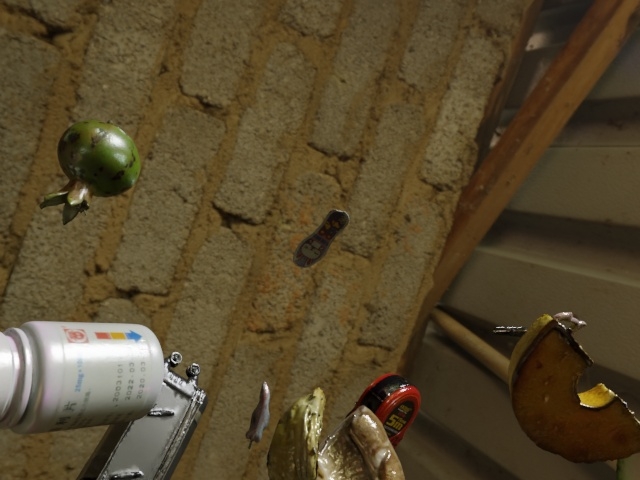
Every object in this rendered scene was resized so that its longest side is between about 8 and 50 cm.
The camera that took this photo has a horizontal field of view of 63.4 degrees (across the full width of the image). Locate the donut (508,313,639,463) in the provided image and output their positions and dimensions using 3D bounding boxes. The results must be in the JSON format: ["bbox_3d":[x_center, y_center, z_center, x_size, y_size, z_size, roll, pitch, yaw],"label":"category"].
[{"bbox_3d":[0.378,0.249,0.826,0.152,0.259,0.101,-38,-169,10],"label":"donut"}]

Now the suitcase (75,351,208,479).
[{"bbox_3d":[-0.460,0.527,1.308,0.283,0.194,0.434,-42,-164,42],"label":"suitcase"}]

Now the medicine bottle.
[{"bbox_3d":[-0.411,0.212,0.814,0.170,0.293,0.170,-10,-106,38],"label":"medicine bottle"}]

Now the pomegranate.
[{"bbox_3d":[-0.444,-0.135,0.983,0.220,0.156,0.156,-48,-163,-24],"label":"pomegranate"}]

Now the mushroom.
[{"bbox_3d":[0.129,0.710,1.438,0.313,0.397,0.224,-35,165,-30],"label":"mushroom"}]

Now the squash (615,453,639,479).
[{"bbox_3d":[0.775,0.512,0.991,0.263,0.384,0.263,-36,-147,28],"label":"squash"}]

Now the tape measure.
[{"bbox_3d":[0.214,0.562,1.695,0.114,0.253,0.260,33,-98,43],"label":"tape measure"}]

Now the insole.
[{"bbox_3d":[0.000,0.000,1.210,0.197,0.065,0.004,-48,-166,31],"label":"insole"}]

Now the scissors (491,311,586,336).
[{"bbox_3d":[0.577,0.249,1.381,0.160,0.317,0.024,-67,-150,29],"label":"scissors"}]

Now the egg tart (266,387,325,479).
[{"bbox_3d":[-0.039,0.388,0.938,0.252,0.098,0.232,89,8,-55],"label":"egg tart"}]

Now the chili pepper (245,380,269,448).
[{"bbox_3d":[-0.136,0.398,1.175,0.050,0.041,0.153,-3,-115,56],"label":"chili pepper"}]
